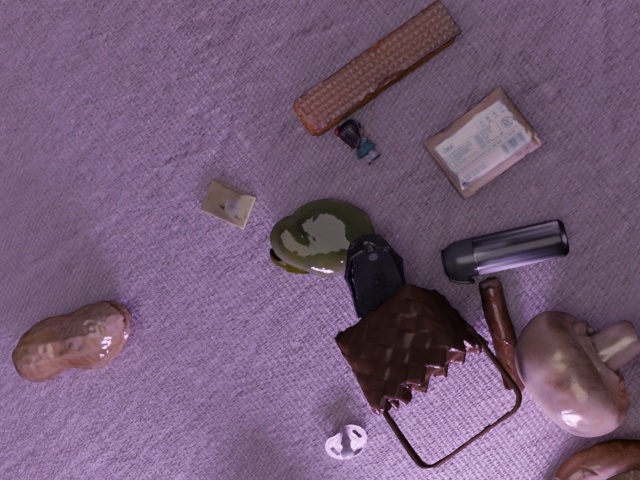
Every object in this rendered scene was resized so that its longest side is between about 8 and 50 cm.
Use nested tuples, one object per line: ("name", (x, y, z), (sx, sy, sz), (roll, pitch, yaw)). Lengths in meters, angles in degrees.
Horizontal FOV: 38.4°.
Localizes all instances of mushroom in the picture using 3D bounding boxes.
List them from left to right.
("mushroom", (0.516, 0.243, 1.777), (0.234, 0.254, 0.260), (-39, 127, 21))
("mushroom", (0.617, 0.468, 1.820), (0.286, 0.156, 0.151), (24, 87, -2))

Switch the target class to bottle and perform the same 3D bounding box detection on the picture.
("bottle", (0.375, 0.026, 1.870), (0.254, 0.079, 0.096), (-12, 98, 13))

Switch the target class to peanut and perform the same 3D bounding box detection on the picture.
("peanut", (-0.564, 0.230, 2.079), (0.313, 0.149, 0.149), (-18, 90, 14))

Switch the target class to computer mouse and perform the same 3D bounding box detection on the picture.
("computer mouse", (0.112, 0.074, 1.913), (0.126, 0.071, 0.231), (-20, 127, -3))

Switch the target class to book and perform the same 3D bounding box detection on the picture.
("book", (-0.203, -0.081, 2.029), (0.111, 0.014, 0.077), (24, 100, 11))

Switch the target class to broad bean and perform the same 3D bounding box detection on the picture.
("broad bean", (0.000, 0.000, 1.948), (0.228, 0.100, 0.169), (-23, 97, 12))

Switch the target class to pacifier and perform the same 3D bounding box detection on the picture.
("pacifier", (0.060, 0.445, 1.979), (0.099, 0.078, 0.081), (-43, 106, 12))

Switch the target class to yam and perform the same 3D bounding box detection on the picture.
("yam", (0.374, 0.193, 1.896), (0.057, 0.057, 0.241), (-13, 91, 14))

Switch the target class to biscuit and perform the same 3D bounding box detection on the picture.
("biscuit", (0.113, -0.354, 1.913), (0.379, 0.054, 0.094), (-34, 85, 14))

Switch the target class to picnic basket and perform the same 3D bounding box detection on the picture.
("picnic basket", (0.213, 0.260, 1.817), (0.254, 0.291, 0.321), (-39, 73, 12))

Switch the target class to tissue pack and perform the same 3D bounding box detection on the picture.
("tissue pack", (0.326, -0.196, 1.857), (0.196, 0.092, 0.148), (-36, 86, 12))

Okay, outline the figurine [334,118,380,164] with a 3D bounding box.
("figurine", (0.078, -0.207, 1.941), (0.106, 0.047, 0.060), (50, 139, -2))
